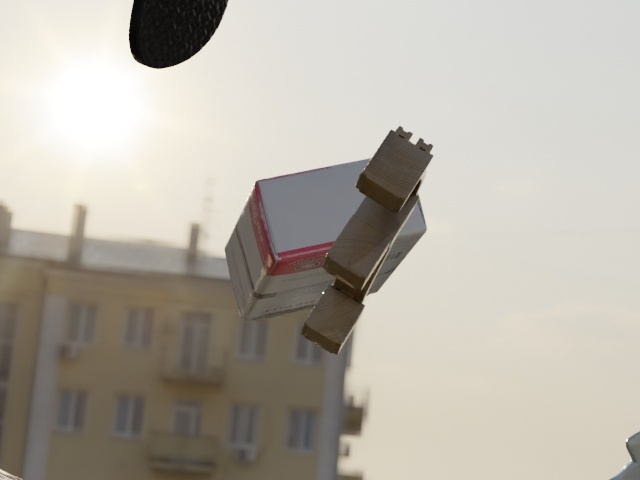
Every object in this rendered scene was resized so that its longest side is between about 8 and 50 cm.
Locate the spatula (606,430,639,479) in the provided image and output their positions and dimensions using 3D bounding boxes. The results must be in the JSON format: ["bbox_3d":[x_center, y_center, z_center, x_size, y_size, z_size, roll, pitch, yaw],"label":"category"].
[{"bbox_3d":[0.182,0.208,0.997,0.242,0.168,0.019,-28,12,-9],"label":"spatula"}]

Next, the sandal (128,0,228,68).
[{"bbox_3d":[-0.080,-0.185,0.987,0.040,0.179,0.067,9,-4,36],"label":"sandal"}]

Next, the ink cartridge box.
[{"bbox_3d":[0.000,0.000,1.718,0.158,0.092,0.218,-11,-17,-15],"label":"ink cartridge box"}]

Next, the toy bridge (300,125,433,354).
[{"bbox_3d":[0.027,-0.005,0.865,0.026,0.063,0.188,30,-28,6],"label":"toy bridge"}]

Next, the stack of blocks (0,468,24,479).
[{"bbox_3d":[-0.282,0.287,1.653,0.297,0.087,0.171,22,-9,21],"label":"stack of blocks"}]
